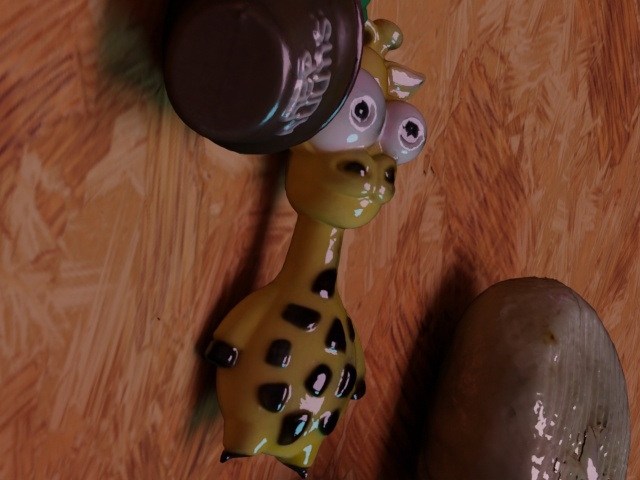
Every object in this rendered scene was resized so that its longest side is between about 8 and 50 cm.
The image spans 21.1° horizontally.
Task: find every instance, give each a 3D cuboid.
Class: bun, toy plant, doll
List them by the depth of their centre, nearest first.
[{"bbox_3d":[-0.026,-0.106,0.911,0.200,0.105,0.143,-50,157,-69],"label":"toy plant"},{"bbox_3d":[0.000,0.000,1.057,0.117,0.086,0.291,17,86,-39],"label":"doll"},{"bbox_3d":[0.168,0.169,1.473,0.273,0.168,0.273,-7,98,-62],"label":"bun"}]
